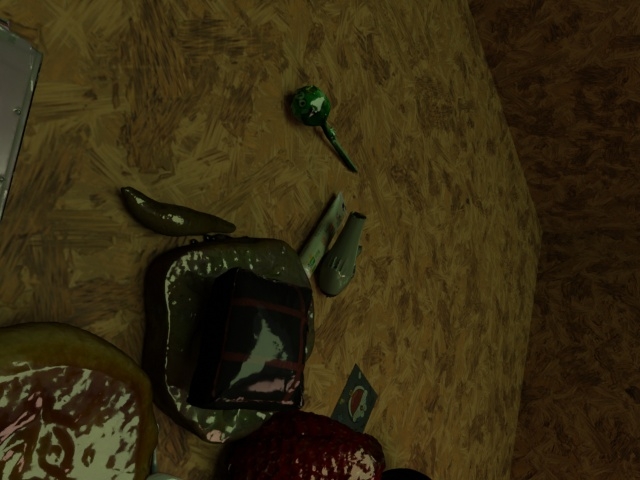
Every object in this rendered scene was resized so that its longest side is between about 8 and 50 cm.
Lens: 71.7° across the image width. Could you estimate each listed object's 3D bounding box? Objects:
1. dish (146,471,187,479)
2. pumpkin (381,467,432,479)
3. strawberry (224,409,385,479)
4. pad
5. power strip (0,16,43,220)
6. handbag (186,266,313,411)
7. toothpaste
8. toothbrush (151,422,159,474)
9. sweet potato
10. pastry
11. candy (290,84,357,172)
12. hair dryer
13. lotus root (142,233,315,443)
[{"bbox_3d":[-0.264,0.481,0.703,0.154,0.064,0.234,-18,104,-40],"label":"dish"},{"bbox_3d":[0.223,0.790,1.192,0.315,0.238,0.315,37,42,-42],"label":"pumpkin"},{"bbox_3d":[-0.020,0.439,0.852,0.238,0.288,0.250,59,25,-18],"label":"strawberry"},{"bbox_3d":[0.083,0.486,1.205,0.245,0.006,0.170,-57,131,-37],"label":"pad"},{"bbox_3d":[-0.435,-0.149,0.552,0.109,0.037,0.279,19,73,-50],"label":"power strip"},{"bbox_3d":[-0.102,0.164,0.710,0.169,0.155,0.215,22,63,-32],"label":"handbag"},{"bbox_3d":[0.000,0.000,1.089,0.056,0.058,0.314,35,50,-4],"label":"toothpaste"},{"bbox_3d":[-0.278,0.393,0.742,0.011,0.014,0.167,3,86,-35],"label":"toothbrush"},{"bbox_3d":[-0.235,-0.033,0.780,0.249,0.069,0.059,15,116,-51],"label":"sweet potato"},{"bbox_3d":[-0.367,0.267,0.526,0.356,0.164,0.356,7,81,-46],"label":"pastry"},{"bbox_3d":[0.027,-0.266,1.132,0.323,0.097,0.097,45,54,-51],"label":"candy"},{"bbox_3d":[0.080,0.009,1.111,0.225,0.088,0.219,-49,161,-45],"label":"hair dryer"},{"bbox_3d":[-0.166,0.157,0.832,0.375,0.111,0.390,49,53,-33],"label":"lotus root"}]
